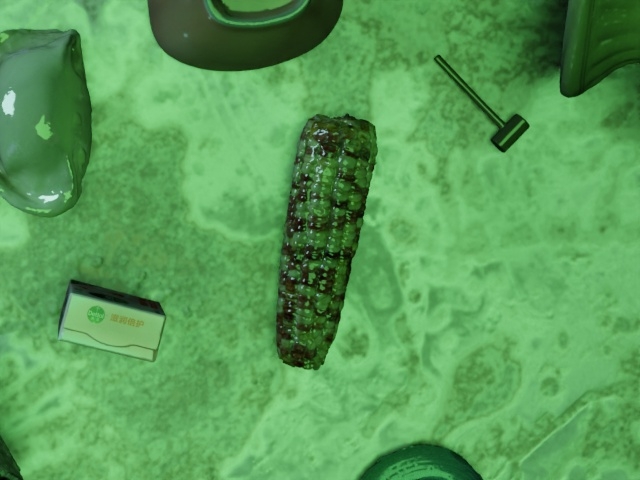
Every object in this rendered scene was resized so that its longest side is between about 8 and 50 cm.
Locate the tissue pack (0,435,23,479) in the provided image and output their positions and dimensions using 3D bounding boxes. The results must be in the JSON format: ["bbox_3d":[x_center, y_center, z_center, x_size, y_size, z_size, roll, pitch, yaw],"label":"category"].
[{"bbox_3d":[-0.467,0.217,1.461,0.370,0.198,0.210,-32,80,-4],"label":"tissue pack"}]

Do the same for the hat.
[{"bbox_3d":[0.112,0.288,1.628,0.138,0.078,0.191,-32,99,-6],"label":"hat"}]

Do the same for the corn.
[{"bbox_3d":[0.000,0.000,1.591,0.079,0.079,0.237,9,99,-9],"label":"corn"}]

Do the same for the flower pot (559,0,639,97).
[{"bbox_3d":[0.342,-0.224,1.517,0.244,0.307,0.307,7,94,7],"label":"flower pot"}]

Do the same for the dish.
[{"bbox_3d":[-0.069,-0.254,1.545,0.213,0.090,0.213,-1,95,-7],"label":"dish"}]

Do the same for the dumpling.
[{"bbox_3d":[-0.271,-0.104,1.530,0.134,0.100,0.169,-5,94,6],"label":"dumpling"}]

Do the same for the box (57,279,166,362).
[{"bbox_3d":[-0.187,0.071,1.542,0.089,0.125,0.043,15,92,-10],"label":"box"}]

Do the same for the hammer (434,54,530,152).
[{"bbox_3d":[0.147,-0.134,1.627,0.035,0.019,0.110,-45,94,-2],"label":"hammer"}]
